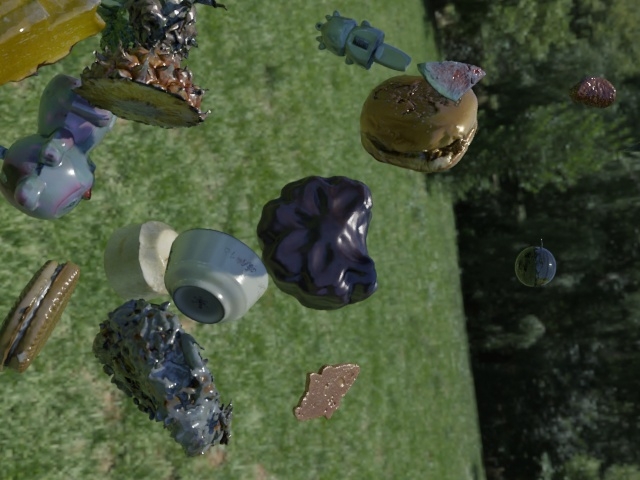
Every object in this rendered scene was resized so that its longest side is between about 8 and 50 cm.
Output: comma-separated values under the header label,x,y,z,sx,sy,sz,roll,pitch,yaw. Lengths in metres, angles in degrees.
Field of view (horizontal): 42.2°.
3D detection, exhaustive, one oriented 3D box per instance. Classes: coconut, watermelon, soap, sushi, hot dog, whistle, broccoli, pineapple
label,x,y,z,sx,sy,sz,roll,pitch,yaw
coconut,-0.449,0.054,2.089,0.202,0.222,0.202,31,52,-51
watermelon,0.296,-0.364,1.876,0.081,0.180,0.094,62,-39,39
soap,-0.521,-0.398,1.304,0.281,0.259,0.143,47,-29,8
sushi,-0.345,0.314,1.853,0.417,0.176,0.417,42,-26,26
hot dog,0.490,-0.266,1.500,0.058,0.083,0.035,116,-21,-50
whistle,0.097,-0.458,1.942,0.110,0.244,0.092,-66,171,6
broccoli,-0.400,-0.499,1.785,0.254,0.186,0.302,-4,62,-58
pineapple,-0.310,-0.378,1.565,0.262,0.262,0.271,49,52,-71
watermelon,0.564,0.056,2.164,0.105,0.105,0.133,-58,158,-74

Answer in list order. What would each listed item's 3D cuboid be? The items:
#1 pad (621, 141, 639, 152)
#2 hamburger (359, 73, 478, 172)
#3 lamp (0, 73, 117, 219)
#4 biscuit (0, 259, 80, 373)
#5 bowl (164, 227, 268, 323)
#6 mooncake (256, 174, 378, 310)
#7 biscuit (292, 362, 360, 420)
label,x,y,z,sx,sy,sz,roll,pitch,yaw
pad,0.774,-0.241,1.756,0.004,0.243,0.163,64,0,-6
hamburger,0.262,-0.324,2.212,0.174,0.305,0.284,83,28,-44
lamp,-0.572,-0.198,1.739,0.301,0.247,0.247,-66,-166,-4
biscuit,-0.562,0.148,1.637,0.259,0.079,0.259,-58,-170,17
bowl,-0.245,0.097,1.832,0.126,0.238,0.237,-66,150,-44
mooncake,0.000,0.000,2.332,0.212,0.351,0.381,96,-17,-72
biscuit,0.016,0.404,2.247,0.250,0.035,0.162,-29,122,-34
